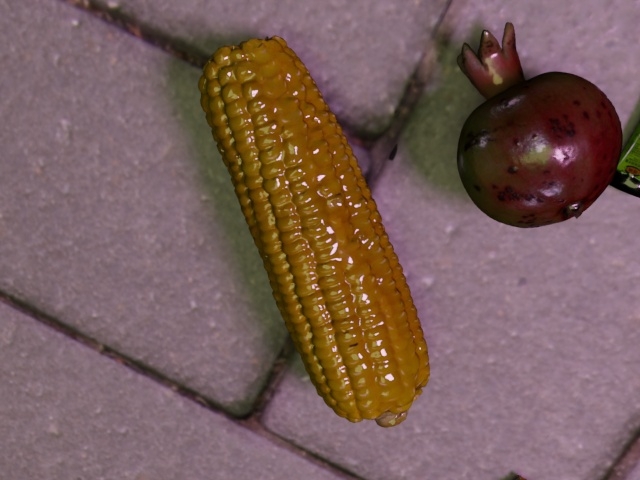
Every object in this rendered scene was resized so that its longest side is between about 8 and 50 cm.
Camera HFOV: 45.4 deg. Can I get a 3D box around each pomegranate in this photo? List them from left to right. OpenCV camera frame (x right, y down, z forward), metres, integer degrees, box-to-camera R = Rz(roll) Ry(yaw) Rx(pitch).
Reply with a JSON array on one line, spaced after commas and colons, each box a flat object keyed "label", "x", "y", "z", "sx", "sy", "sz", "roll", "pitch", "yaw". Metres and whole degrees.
[{"label": "pomegranate", "x": 0.171, "y": -0.090, "z": 0.603, "sx": 0.130, "sy": 0.129, "sz": 0.159, "roll": -1, "pitch": 82, "yaw": 13}]

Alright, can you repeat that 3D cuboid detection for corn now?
[{"label": "corn", "x": 0.000, "y": 0.000, "z": 0.665, "sx": 0.121, "sy": 0.120, "sz": 0.363, "roll": -19, "pitch": 103, "yaw": 18}]

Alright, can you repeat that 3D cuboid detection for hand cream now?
[{"label": "hand cream", "x": 0.273, "y": -0.094, "z": 0.621, "sx": 0.036, "sy": 0.023, "sz": 0.121, "roll": 26, "pitch": 113, "yaw": 14}]

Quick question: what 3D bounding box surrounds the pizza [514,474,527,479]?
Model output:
[{"label": "pizza", "x": 0.198, "y": 0.279, "z": 0.766, "sx": 0.100, "sy": 0.029, "sz": 0.099, "roll": 7, "pitch": 102, "yaw": 8}]
